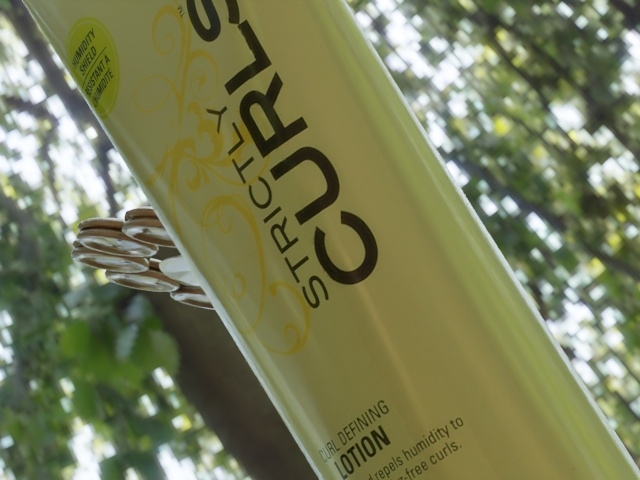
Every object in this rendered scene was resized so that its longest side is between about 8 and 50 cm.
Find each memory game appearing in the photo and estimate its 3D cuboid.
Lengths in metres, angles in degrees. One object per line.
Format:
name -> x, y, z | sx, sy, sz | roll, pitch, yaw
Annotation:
memory game -> -0.022, 0.014, 0.843 | 0.186, 0.186, 0.012 | 18, -107, -38

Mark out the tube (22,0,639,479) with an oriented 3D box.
tube -> 0.000, 0.000, 0.426 | 0.070, 0.240, 0.062 | -32, -13, 1
